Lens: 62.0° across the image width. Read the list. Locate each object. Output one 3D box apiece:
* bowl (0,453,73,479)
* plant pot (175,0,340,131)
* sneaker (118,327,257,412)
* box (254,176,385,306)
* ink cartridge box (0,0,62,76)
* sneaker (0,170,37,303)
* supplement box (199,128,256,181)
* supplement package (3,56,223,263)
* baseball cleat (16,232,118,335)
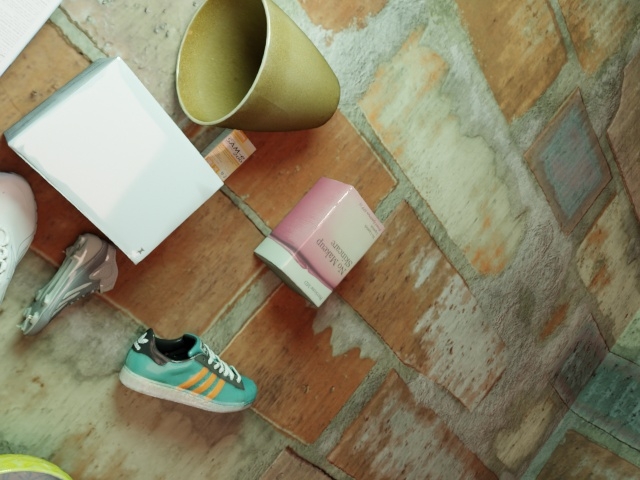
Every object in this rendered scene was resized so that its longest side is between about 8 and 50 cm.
[{"bbox_3d":[-0.569,0.478,0.914,0.289,0.156,0.289,-12,112,-32],"label":"bowl"},{"bbox_3d":[-0.088,-0.293,0.964,0.254,0.237,0.237,9,100,-50],"label":"plant pot"},{"bbox_3d":[-0.245,0.264,1.090,0.302,0.108,0.121,24,96,-35],"label":"sneaker"},{"bbox_3d":[0.000,0.000,1.153,0.232,0.127,0.148,-49,125,-11],"label":"box"},{"bbox_3d":[-0.488,-0.365,0.756,0.186,0.065,0.311,39,80,-35],"label":"ink cartridge box"},{"bbox_3d":[-0.516,0.038,0.827,0.111,0.129,0.297,17,95,-34],"label":"sneaker"},{"bbox_3d":[-0.183,-0.169,1.034,0.098,0.036,0.062,-47,125,-12],"label":"supplement box"},{"bbox_3d":[-0.334,-0.133,0.880,0.204,0.145,0.262,-45,125,-13],"label":"supplement package"},{"bbox_3d":[-0.430,0.090,0.936,0.109,0.072,0.206,36,88,-42],"label":"baseball cleat"}]
